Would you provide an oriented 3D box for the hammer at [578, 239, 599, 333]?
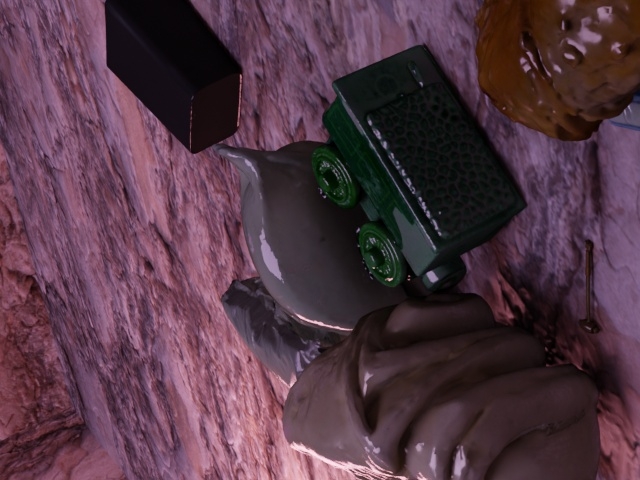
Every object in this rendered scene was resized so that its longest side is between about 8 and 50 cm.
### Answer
[{"bbox_3d":[0.292,0.052,1.697,0.029,0.014,0.123,29,140,41],"label":"hammer"}]

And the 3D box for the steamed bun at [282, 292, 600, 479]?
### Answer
[{"bbox_3d":[0.157,0.184,1.809,0.352,0.339,0.247,-11,61,63],"label":"steamed bun"}]

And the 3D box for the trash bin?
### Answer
[{"bbox_3d":[-0.221,-0.266,2.371,0.225,0.115,0.165,48,152,25],"label":"trash bin"}]

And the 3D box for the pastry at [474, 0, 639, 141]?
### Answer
[{"bbox_3d":[0.238,-0.226,1.273,0.311,0.162,0.255,122,154,-60],"label":"pastry"}]

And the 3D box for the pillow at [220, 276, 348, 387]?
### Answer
[{"bbox_3d":[0.026,0.172,2.190,0.283,0.138,0.310,36,175,-30],"label":"pillow"}]

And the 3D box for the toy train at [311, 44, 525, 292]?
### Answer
[{"bbox_3d":[0.100,-0.072,1.818,0.266,0.145,0.202,58,154,12],"label":"toy train"}]

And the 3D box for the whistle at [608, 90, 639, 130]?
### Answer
[{"bbox_3d":[0.341,-0.118,1.319,0.269,0.093,0.180,19,132,52],"label":"whistle"}]

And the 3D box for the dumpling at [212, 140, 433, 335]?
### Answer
[{"bbox_3d":[0.020,-0.002,2.000,0.270,0.212,0.320,-24,-82,-75],"label":"dumpling"}]
